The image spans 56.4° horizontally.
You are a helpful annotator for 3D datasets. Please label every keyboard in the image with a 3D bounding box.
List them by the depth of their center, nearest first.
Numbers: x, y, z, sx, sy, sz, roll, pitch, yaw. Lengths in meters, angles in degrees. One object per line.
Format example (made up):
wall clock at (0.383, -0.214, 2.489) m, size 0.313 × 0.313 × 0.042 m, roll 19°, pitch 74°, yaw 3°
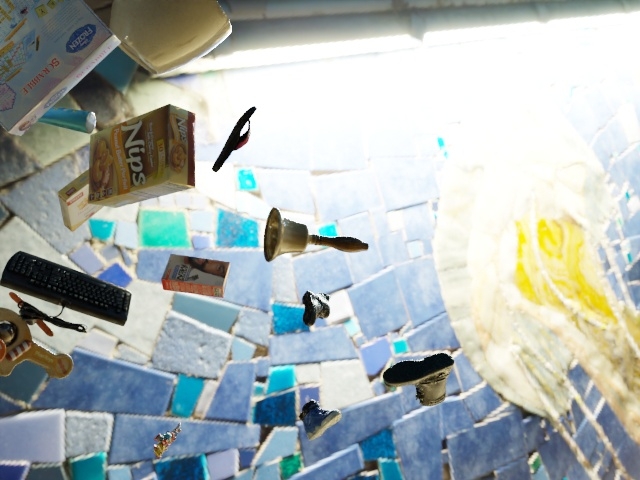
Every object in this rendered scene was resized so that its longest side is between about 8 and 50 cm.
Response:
keyboard at (-0.638, 0.144, 1.502) m, size 0.317 × 0.202 × 0.033 m, roll 24°, pitch -53°, yaw -25°

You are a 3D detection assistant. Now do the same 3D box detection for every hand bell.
hand bell at (0.000, 0.000, 1.379) m, size 0.241 × 0.126 × 0.126 m, roll 7°, pitch -7°, yaw -19°

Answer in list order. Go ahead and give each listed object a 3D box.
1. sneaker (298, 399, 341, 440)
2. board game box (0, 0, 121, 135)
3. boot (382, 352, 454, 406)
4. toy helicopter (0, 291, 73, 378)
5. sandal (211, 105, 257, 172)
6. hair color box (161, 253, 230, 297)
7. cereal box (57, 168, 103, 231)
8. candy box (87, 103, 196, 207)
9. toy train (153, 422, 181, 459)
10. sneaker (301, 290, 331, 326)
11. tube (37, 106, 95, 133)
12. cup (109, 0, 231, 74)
sneaker at (-0.007, 0.434, 1.491) m, size 0.058 × 0.085 × 0.152 m, roll -13°, pitch -28°, yaw -34°
board game box at (-0.669, -0.456, 1.314) m, size 0.318 × 0.318 × 0.066 m, roll -42°, pitch 3°, yaw 1°
boot at (0.305, 0.456, 1.870) m, size 0.236 × 0.179 × 0.085 m, roll -13°, pitch 36°, yaw -16°
toy helicopter at (-0.906, 0.315, 1.840) m, size 0.140 × 0.235 × 0.355 m, roll -4°, pitch -35°, yaw 33°
sandal at (-0.192, -0.230, 1.384) m, size 0.179 × 0.040 × 0.067 m, roll -60°, pitch 21°, yaw 0°
hair color box at (-0.336, 0.095, 1.618) m, size 0.167 × 0.093 × 0.053 m, roll 8°, pitch -42°, yaw 0°
cereal box at (-0.782, -0.143, 1.984) m, size 0.173 × 0.047 × 0.240 m, roll -48°, pitch -3°, yaw -29°
candy box at (-0.433, -0.194, 1.434) m, size 0.316 × 0.183 × 0.087 m, roll -9°, pitch -11°, yaw 37°
toy train at (-0.508, 0.648, 1.964) m, size 0.125 × 0.046 × 0.166 m, roll -54°, pitch -6°, yaw -36°
sneaker at (-0.005, 0.195, 1.674) m, size 0.051 × 0.089 × 0.170 m, roll -50°, pitch 23°, yaw 20°
tube at (-0.642, -0.295, 1.411) m, size 0.207 × 0.052 × 0.080 m, roll 10°, pitch 9°, yaw 1°
cup at (-0.453, -0.614, 1.684) m, size 0.237 × 0.331 × 0.331 m, roll -54°, pitch 6°, yaw -6°
